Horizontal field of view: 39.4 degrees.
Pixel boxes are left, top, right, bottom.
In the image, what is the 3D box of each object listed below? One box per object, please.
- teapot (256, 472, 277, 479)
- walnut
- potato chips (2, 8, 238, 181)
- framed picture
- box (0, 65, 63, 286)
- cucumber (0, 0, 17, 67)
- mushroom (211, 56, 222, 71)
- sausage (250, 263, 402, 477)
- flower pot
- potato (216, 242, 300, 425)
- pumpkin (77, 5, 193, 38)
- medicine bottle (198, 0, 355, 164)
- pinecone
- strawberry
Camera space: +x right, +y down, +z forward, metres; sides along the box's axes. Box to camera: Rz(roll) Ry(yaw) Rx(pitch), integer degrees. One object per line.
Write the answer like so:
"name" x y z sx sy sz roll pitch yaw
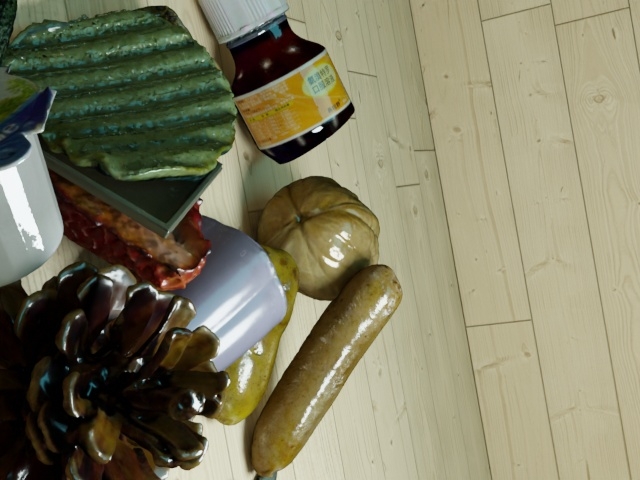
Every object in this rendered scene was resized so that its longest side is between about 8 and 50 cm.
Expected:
"teapot" -0.104 0.482 1.854 0.110 0.043 0.042 -65 139 -57
"walnut" 0.002 -0.001 1.987 0.252 0.277 0.313 -55 153 -4
"potato chips" -0.292 -0.226 1.398 0.358 0.070 0.429 49 39 15
"framed picture" -0.322 -0.144 1.369 0.315 0.024 0.232 31 34 -1
"box" -0.414 -0.061 1.102 0.262 0.291 0.206 -43 139 -35
"cucumber" -0.483 -0.248 1.248 0.074 0.075 0.241 45 43 -52
"mushroom" -0.261 -0.218 1.699 0.122 0.095 0.351 80 19 -48
"sausage" 0.005 0.264 1.853 0.123 0.136 0.500 37 84 -27
"flower pot" -0.223 0.131 1.488 0.243 0.265 0.265 -52 129 -43
"potato" -0.147 0.175 1.750 0.177 0.195 0.369 20 62 -13
"pumpkin" -0.310 -0.344 1.593 0.248 0.126 0.130 -36 113 -62
"medicine bottle" -0.109 -0.383 1.933 0.395 0.243 0.242 58 31 -19
"pinecone" -0.285 0.187 1.160 0.384 0.385 0.384 34 51 -58
"strawberry" -0.292 -0.034 1.403 0.280 0.150 0.253 36 34 2
